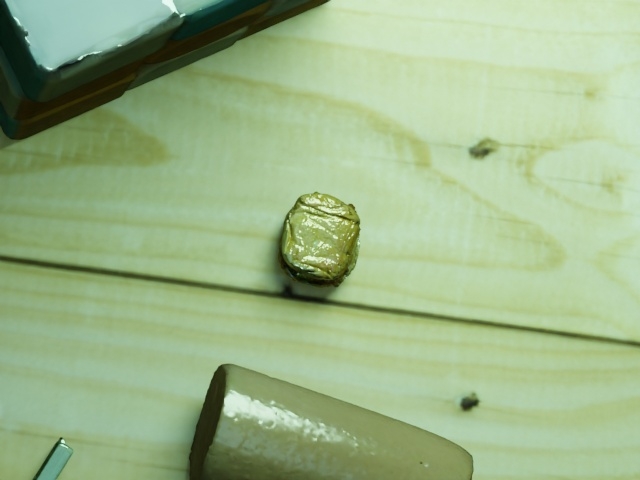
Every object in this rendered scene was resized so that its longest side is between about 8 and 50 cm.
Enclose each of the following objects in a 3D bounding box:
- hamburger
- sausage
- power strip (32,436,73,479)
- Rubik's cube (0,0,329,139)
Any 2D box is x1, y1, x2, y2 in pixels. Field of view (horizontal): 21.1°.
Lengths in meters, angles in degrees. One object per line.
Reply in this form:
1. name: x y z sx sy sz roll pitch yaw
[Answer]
1. hamburger: 0.000 0.000 1.551 0.076 0.044 0.083 20 79 -10
2. sausage: 0.014 0.200 1.499 0.253 0.123 0.123 18 82 -12
3. power strip: -0.240 0.209 1.486 0.017 0.027 0.083 32 81 -10
4. Rubik's cube: -0.160 -0.316 1.385 0.347 0.344 0.346 -25 93 -16
